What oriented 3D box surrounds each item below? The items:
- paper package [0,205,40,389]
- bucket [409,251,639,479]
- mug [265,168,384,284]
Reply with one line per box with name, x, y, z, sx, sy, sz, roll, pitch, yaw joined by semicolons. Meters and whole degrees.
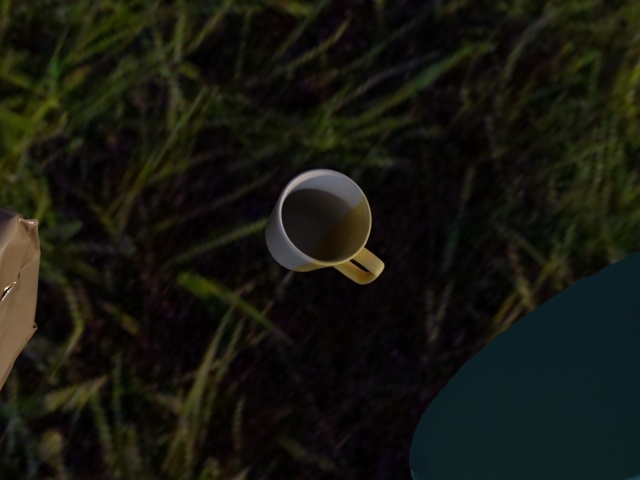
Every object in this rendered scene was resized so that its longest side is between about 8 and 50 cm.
paper package;-0.403;0.085;1.263;0.324;0.168;0.309;19;57;7
bucket;0.184;0.114;0.761;0.281;0.281;0.183;-39;107;-36
mug;-0.004;-0.001;1.174;0.062;0.064;0.078;-20;84;-22
